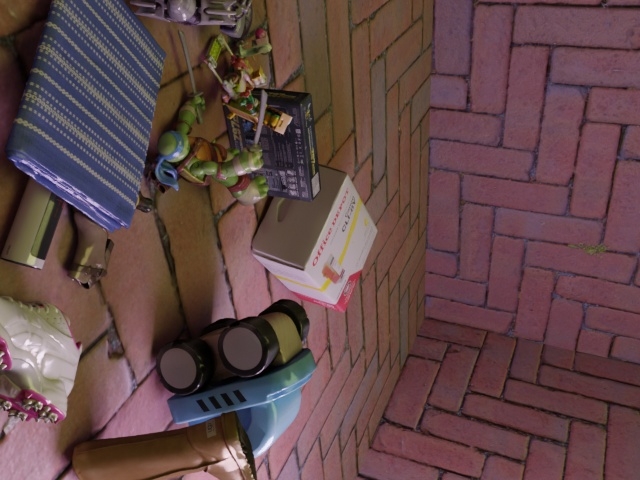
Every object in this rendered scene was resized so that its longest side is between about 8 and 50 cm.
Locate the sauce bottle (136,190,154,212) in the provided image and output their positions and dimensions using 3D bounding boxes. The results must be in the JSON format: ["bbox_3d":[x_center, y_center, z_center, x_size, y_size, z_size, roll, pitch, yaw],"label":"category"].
[{"bbox_3d":[-0.319,-0.073,1.013,0.128,0.042,0.042,26,76,-66],"label":"sauce bottle"}]

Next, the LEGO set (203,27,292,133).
[{"bbox_3d":[-0.149,-0.307,1.173,0.107,0.132,0.286,57,14,-49],"label":"LEGO set"}]

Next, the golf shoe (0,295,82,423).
[{"bbox_3d":[-0.408,0.121,0.816,0.306,0.115,0.140,85,14,-49],"label":"golf shoe"}]

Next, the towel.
[{"bbox_3d":[-0.321,-0.205,0.886,0.243,0.040,0.335,52,39,-61],"label":"towel"}]

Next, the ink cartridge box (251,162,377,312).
[{"bbox_3d":[0.000,0.000,1.658,0.279,0.161,0.384,-66,156,-14],"label":"ink cartridge box"}]

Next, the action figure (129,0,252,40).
[{"bbox_3d":[-0.195,-0.392,1.015,0.285,0.186,0.099,-66,174,-72],"label":"action figure"}]

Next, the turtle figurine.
[{"bbox_3d":[-0.168,-0.185,1.135,0.266,0.198,0.274,43,63,-71],"label":"turtle figurine"}]

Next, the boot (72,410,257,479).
[{"bbox_3d":[-0.258,0.398,1.092,0.089,0.270,0.236,-106,-176,-53],"label":"boot"}]

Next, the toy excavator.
[{"bbox_3d":[-0.182,0.392,1.272,0.444,0.433,0.222,71,19,1],"label":"toy excavator"}]

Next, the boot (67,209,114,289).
[{"bbox_3d":[-0.361,0.020,0.952,0.118,0.042,0.086,66,42,-55],"label":"boot"}]

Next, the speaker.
[{"bbox_3d":[-0.386,-0.032,0.846,0.055,0.055,0.136,42,60,-65],"label":"speaker"}]

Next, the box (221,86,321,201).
[{"bbox_3d":[-0.100,-0.202,1.312,0.059,0.184,0.232,-56,148,-47],"label":"box"}]
